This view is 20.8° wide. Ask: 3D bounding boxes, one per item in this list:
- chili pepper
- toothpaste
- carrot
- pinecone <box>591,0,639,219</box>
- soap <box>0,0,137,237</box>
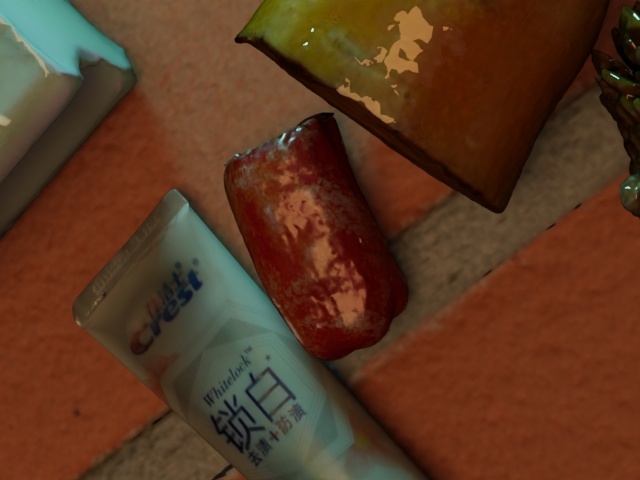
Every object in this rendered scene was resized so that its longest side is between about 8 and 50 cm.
[{"bbox_3d":[0.000,0.000,0.921,0.073,0.070,0.123,-25,88,-23],"label":"chili pepper"},{"bbox_3d":[-0.001,0.117,0.946,0.323,0.066,0.100,45,108,11],"label":"toothpaste"},{"bbox_3d":[0.076,-0.145,0.844,0.159,0.159,0.225,31,96,10],"label":"carrot"},{"bbox_3d":[0.209,-0.068,0.800,0.173,0.173,0.174,3,100,17],"label":"pinecone"},{"bbox_3d":[-0.293,-0.039,0.979,0.208,0.115,0.347,46,109,6],"label":"soap"}]
